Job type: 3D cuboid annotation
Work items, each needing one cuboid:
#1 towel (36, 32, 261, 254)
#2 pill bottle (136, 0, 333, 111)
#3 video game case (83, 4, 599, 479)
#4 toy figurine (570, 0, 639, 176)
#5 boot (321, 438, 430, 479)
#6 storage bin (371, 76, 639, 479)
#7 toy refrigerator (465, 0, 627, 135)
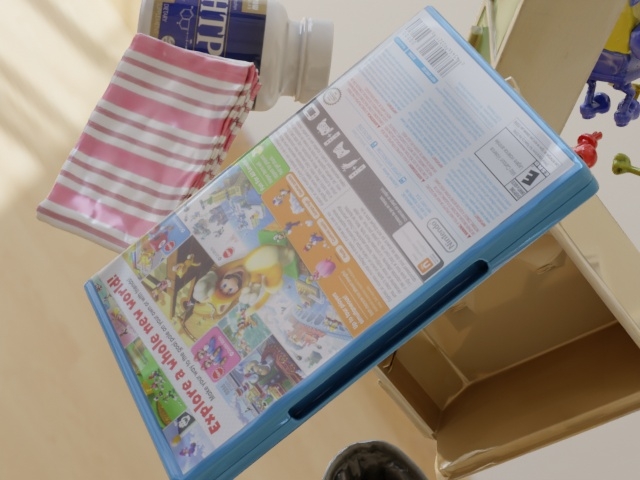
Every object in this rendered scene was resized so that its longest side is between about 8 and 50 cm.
[{"bbox_3d":[-0.151,-0.083,1.373,0.197,0.144,0.029,-63,149,-15],"label":"towel"},{"bbox_3d":[-0.085,-0.184,1.548,0.112,0.187,0.112,-174,-90,-85],"label":"pill bottle"},{"bbox_3d":[0.000,0.000,0.547,0.015,0.166,0.119,48,5,-41],"label":"video game case"},{"bbox_3d":[0.302,-0.207,1.629,0.191,0.362,0.217,-32,126,-38],"label":"toy figurine"},{"bbox_3d":[0.043,0.208,0.650,0.208,0.076,0.189,96,-24,-53],"label":"boot"},{"bbox_3d":[0.121,0.043,1.313,0.262,0.260,0.123,49,33,-21],"label":"storage bin"},{"bbox_3d":[0.192,-0.198,1.387,0.094,0.269,0.102,5,55,-9],"label":"toy refrigerator"}]
